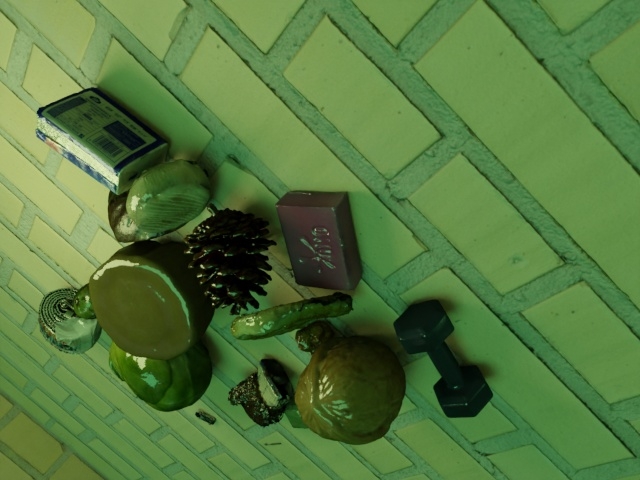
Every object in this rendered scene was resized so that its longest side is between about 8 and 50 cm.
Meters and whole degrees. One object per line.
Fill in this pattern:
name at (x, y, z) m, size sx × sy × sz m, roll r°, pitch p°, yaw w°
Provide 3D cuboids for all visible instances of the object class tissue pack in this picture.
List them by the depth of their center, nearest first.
tissue pack at (-0.576, -0.262, 1.365) m, size 0.269 × 0.209 × 0.137 m, roll 36°, pitch 130°, yaw 0°

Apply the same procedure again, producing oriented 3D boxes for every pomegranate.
pomegranate at (-0.826, 0.245, 1.927) m, size 0.152 × 0.131 × 0.191 m, roll -28°, pitch 114°, yaw 36°

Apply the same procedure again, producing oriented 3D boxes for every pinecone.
pinecone at (-0.231, 0.046, 1.377) m, size 0.244 × 0.244 × 0.309 m, roll -5°, pitch 99°, yaw 31°

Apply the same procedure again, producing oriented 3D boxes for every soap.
soap at (-0.001, 0.001, 1.338) m, size 0.181 × 0.081 × 0.259 m, roll 5°, pitch 125°, yaw 26°

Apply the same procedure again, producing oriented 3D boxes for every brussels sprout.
brussels sprout at (-0.562, 0.434, 1.837) m, size 0.371 × 0.276 × 0.315 m, roll 45°, pitch 145°, yaw 1°

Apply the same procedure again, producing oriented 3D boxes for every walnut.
walnut at (0.084, 0.415, 1.437) m, size 0.332 × 0.333 × 0.333 m, roll 14°, pitch 128°, yaw 19°

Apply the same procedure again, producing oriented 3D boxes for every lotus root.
lotus root at (-0.055, 0.615, 1.821) m, size 0.144 × 0.070 × 0.143 m, roll -11°, pitch 118°, yaw 33°

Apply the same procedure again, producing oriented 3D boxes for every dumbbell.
dumbbell at (0.321, 0.311, 1.351) m, size 0.156 × 0.144 × 0.316 m, roll -19°, pitch 113°, yaw 36°

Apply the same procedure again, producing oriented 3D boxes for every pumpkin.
pumpkin at (-0.552, -0.096, 1.522) m, size 0.312 × 0.148 × 0.169 m, roll -3°, pitch 125°, yaw 25°

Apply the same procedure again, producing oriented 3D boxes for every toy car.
toy car at (-0.487, 0.749, 2.179) m, size 0.093 × 0.025 × 0.041 m, roll 29°, pitch 130°, yaw 2°

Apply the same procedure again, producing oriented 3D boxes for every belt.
belt at (-0.969, 0.313, 2.000) m, size 0.257 × 0.207 × 0.150 m, roll 37°, pitch 135°, yaw 10°

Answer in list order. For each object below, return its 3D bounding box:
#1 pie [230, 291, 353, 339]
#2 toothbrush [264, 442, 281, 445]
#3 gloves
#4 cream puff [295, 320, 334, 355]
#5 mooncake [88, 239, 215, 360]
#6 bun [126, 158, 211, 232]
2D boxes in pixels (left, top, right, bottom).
pie at (-0.096, 0.215, 1.423) m, size 0.371 × 0.296 × 0.078 m, roll -23°, pitch 78°, yaw 38°
toothbrush at (-0.195, 0.828, 2.094) m, size 0.097 × 0.006 × 0.008 m, roll -21°, pitch 108°, yaw 37°
gloves at (-0.208, 0.548, 1.804) m, size 0.210 × 0.135 × 0.312 m, roll 38°, pitch 132°, yaw 18°
cream puff at (-0.016, 0.301, 1.557) m, size 0.122 × 0.094 × 0.116 m, roll 36°, pitch 130°, yaw 6°
mooncake at (-0.517, 0.179, 1.619) m, size 0.378 × 0.201 × 0.379 m, roll 6°, pitch 113°, yaw 14°
bun at (-0.408, -0.130, 1.374) m, size 0.239 × 0.239 × 0.141 m, roll -45°, pitch 71°, yaw 42°
